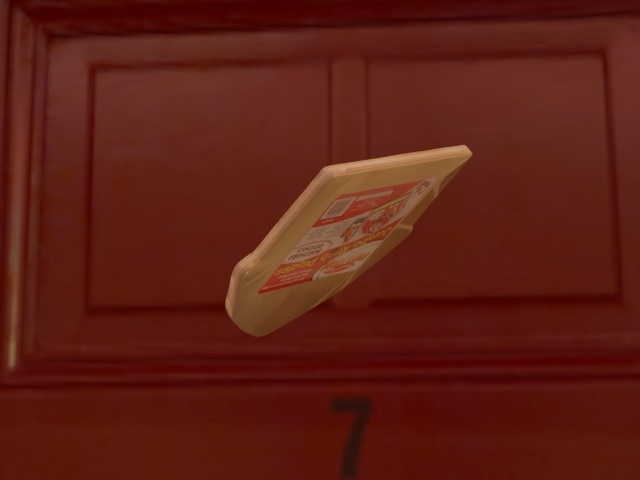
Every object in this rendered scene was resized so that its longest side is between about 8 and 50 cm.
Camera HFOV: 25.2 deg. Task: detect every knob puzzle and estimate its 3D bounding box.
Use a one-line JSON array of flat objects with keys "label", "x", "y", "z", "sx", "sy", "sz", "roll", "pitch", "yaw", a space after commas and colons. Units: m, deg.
[{"label": "knob puzzle", "x": 0.000, "y": 0.000, "z": 1.030, "sx": 0.213, "sy": 0.030, "sz": 0.213, "roll": -33, "pitch": -19, "yaw": -13}]
